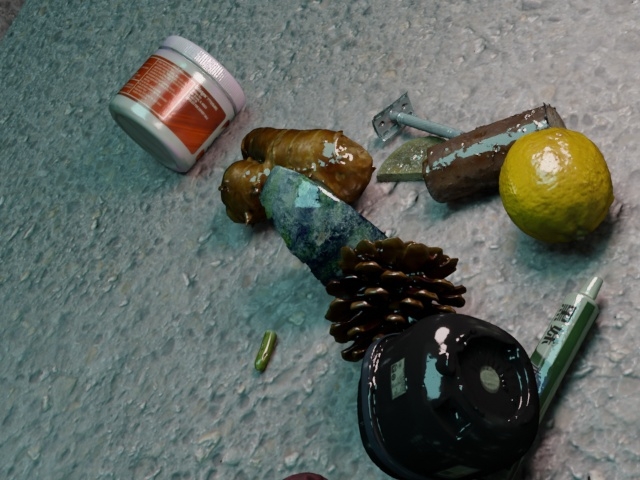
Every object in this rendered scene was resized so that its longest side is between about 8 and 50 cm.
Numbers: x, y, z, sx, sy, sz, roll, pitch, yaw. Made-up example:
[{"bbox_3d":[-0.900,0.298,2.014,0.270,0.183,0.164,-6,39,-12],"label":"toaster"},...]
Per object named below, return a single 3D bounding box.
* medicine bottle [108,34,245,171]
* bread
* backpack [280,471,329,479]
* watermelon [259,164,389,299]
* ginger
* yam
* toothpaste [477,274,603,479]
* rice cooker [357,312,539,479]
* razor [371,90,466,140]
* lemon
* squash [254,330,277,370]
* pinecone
[{"bbox_3d":[-0.349,-0.329,2.608,0.252,0.252,0.241,26,73,47],"label":"medicine bottle"},{"bbox_3d":[0.211,-0.176,2.220,0.193,0.036,0.112,2,54,37],"label":"bread"},{"bbox_3d":[-0.042,0.509,1.615,0.197,0.283,0.317,-9,50,36],"label":"backpack"},{"bbox_3d":[0.000,0.000,2.085,0.148,0.318,0.226,-52,1,-7],"label":"watermelon"},{"bbox_3d":[-0.065,-0.125,2.278,0.418,0.176,0.254,9,64,47],"label":"ginger"},{"bbox_3d":[0.336,-0.167,2.047,0.280,0.131,0.131,-18,45,22],"label":"yam"},{"bbox_3d":[0.358,0.220,1.736,0.392,0.061,0.099,-57,29,-15],"label":"toothpaste"},{"bbox_3d":[0.195,0.244,1.641,0.224,0.267,0.267,-37,32,47],"label":"rice cooker"},{"bbox_3d":[0.218,-0.241,2.221,0.106,0.068,0.232,-40,35,-20],"label":"razor"},{"bbox_3d":[0.411,-0.094,1.877,0.192,0.192,0.231,-24,59,18],"label":"lemon"},{"bbox_3d":[-0.109,0.220,2.114,0.027,0.027,0.083,-5,52,33],"label":"squash"},{"bbox_3d":[0.121,0.125,1.862,0.264,0.264,0.264,-20,45,21],"label":"pinecone"}]
